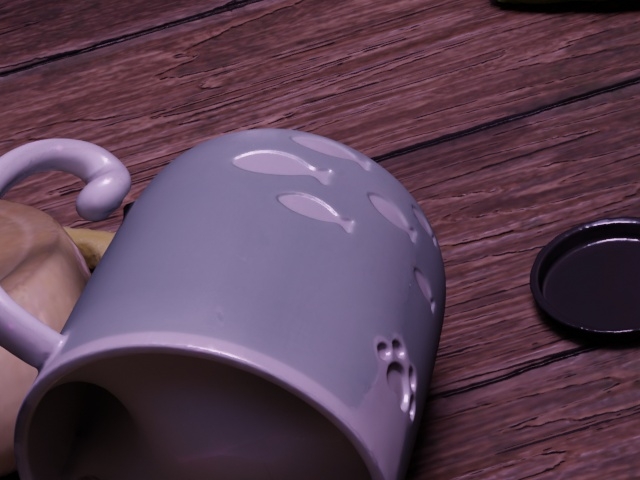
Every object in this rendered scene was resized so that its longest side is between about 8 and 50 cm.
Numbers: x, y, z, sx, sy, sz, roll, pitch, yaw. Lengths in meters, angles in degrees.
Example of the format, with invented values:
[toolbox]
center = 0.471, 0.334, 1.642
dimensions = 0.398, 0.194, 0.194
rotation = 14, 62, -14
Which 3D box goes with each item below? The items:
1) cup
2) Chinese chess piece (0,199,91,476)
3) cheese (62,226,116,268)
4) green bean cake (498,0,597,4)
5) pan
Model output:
[cup]
center = -0.088, 0.052, 1.351
dimensions = 0.357, 0.259, 0.274
rotation = 35, 40, -11
[Chinese chess piece]
center = -0.331, 0.086, 1.464
dimensions = 0.338, 0.140, 0.338
rotation = -10, 20, 4
[cheese]
center = -0.200, 0.011, 1.665
dimensions = 0.083, 0.030, 0.044
rotation = 5, 36, 14
[green bean cake]
center = 0.270, -0.321, 1.851
dimensions = 0.248, 0.125, 0.222
rotation = 0, 39, 13
[pan]
center = 0.280, 0.017, 1.514
dimensions = 0.235, 0.028, 0.136
rotation = -17, 40, 2
